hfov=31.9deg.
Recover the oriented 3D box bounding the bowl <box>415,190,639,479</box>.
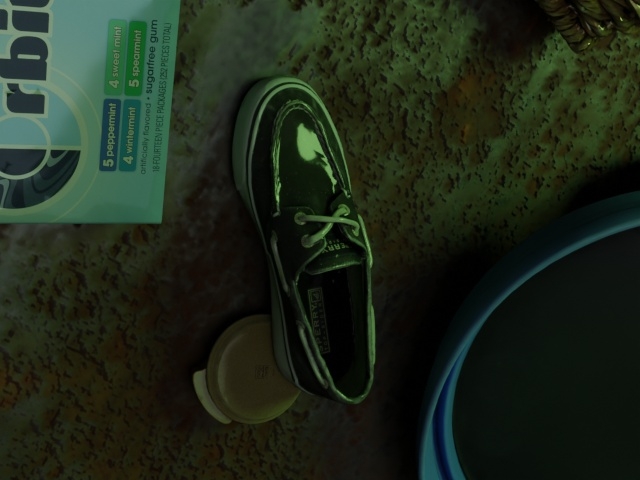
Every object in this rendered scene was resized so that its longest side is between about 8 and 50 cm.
[{"bbox_3d":[0.265,0.140,0.838,0.391,0.077,0.391,0,115,0],"label":"bowl"}]

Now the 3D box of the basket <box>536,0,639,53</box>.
[{"bbox_3d":[0.209,-0.312,0.712,0.299,0.223,0.213,48,41,-35],"label":"basket"}]

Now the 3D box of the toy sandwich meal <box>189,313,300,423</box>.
[{"bbox_3d":[-0.049,0.090,0.779,0.085,0.029,0.085,-4,98,-29],"label":"toy sandwich meal"}]

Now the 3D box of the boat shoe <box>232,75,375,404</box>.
[{"bbox_3d":[0.000,0.000,0.736,0.078,0.070,0.219,-17,104,-25],"label":"boat shoe"}]

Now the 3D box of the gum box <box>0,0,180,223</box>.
[{"bbox_3d":[-0.178,-0.089,0.646,0.184,0.041,0.157,-1,108,-27],"label":"gum box"}]
